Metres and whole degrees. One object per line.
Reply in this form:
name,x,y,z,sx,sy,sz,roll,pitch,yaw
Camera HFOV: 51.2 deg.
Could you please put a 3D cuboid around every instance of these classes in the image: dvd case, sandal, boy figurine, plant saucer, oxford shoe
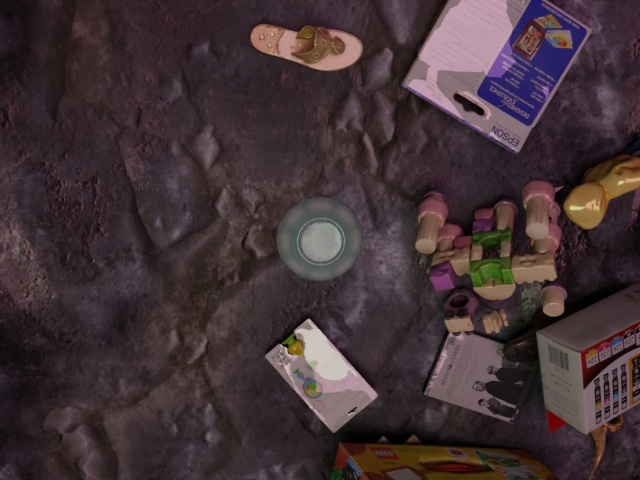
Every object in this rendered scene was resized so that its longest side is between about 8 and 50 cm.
dvd case,0.381,0.314,1.571,0.238,0.029,0.179,19,98,-7
sandal,-0.026,-0.405,1.385,0.240,0.079,0.088,7,100,-6
boy figurine,0.640,-0.132,1.427,0.285,0.177,0.092,-38,107,-17
plant saucer,0.000,0.000,1.482,0.195,0.037,0.195,-1,101,-4
oxford shoe,0.508,0.211,1.533,0.227,0.096,0.083,-20,132,-14

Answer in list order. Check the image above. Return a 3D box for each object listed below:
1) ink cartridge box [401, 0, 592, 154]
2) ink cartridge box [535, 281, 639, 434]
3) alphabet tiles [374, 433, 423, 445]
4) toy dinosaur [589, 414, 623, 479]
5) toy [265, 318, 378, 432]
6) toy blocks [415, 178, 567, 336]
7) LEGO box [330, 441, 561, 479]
ink cartridge box,0.368,-0.391,1.427,0.303,0.072,0.307,29,99,-10
ink cartridge box,0.645,0.280,1.470,0.309,0.130,0.272,-21,112,-20
alphabet tiles,0.170,0.621,1.556,0.285,0.011,0.342,-41,115,-12
toy dinosaur,0.672,0.453,1.611,0.112,0.064,0.211,-17,91,13
toy,0.003,0.303,1.527,0.137,0.056,0.237,-41,96,7
toy blocks,0.379,0.001,1.442,0.288,0.260,0.309,-9,129,25
LEGO box,0.256,0.664,1.476,0.500,0.193,0.372,10,99,-23
